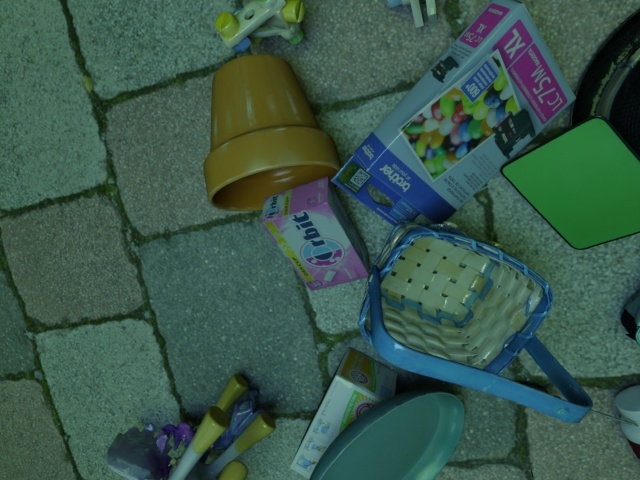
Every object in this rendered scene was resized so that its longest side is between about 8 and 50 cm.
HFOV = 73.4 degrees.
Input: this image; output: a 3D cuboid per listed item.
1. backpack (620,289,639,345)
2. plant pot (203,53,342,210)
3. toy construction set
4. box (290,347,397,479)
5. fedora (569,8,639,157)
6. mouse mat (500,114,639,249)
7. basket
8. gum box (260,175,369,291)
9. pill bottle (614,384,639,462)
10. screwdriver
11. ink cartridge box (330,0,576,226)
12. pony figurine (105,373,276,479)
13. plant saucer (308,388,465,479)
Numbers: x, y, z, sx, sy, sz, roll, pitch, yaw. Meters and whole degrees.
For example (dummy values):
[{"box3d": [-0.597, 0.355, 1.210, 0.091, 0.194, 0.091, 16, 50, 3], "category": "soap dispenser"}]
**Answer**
[{"box3d": [0.533, 0.091, 0.567, 0.165, 0.144, 0.189, 30, 103, 13], "category": "backpack"}, {"box3d": [-0.086, -0.165, 0.660, 0.204, 0.205, 0.188, -16, 81, 17], "category": "plant pot"}, {"box3d": [0.012, -0.386, 0.605, 0.326, 0.151, 0.215, -4, 75, 7], "category": "toy construction set"}, {"box3d": [0.043, 0.312, 0.749, 0.103, 0.114, 0.203, 26, 105, 8], "category": "box"}, {"box3d": [0.498, -0.176, 0.518, 0.333, 0.152, 0.335, 3, 102, 14], "category": "fedora"}, {"box3d": [0.362, -0.068, 0.584, 0.189, 0.007, 0.152, 43, 146, -10], "category": "mouse mat"}, {"box3d": [0.171, 0.094, 0.565, 0.254, 0.289, 0.201, 21, 114, -10], "category": "basket"}, {"box3d": [0.000, 0.000, 0.683, 0.107, 0.062, 0.188, -16, 133, 18], "category": "gum box"}, {"box3d": [0.510, 0.299, 0.641, 0.086, 0.086, 0.152, -30, 91, 18], "category": "pill bottle"}, {"box3d": [0.390, 0.256, 0.667, 0.169, 0.025, 0.024, 12, 63, 33], "category": "screwdriver"}, {"box3d": [0.183, -0.142, 0.602, 0.185, 0.065, 0.311, 30, 114, -37], "category": "ink cartridge box"}, {"box3d": [-0.241, 0.422, 0.756, 0.302, 0.351, 0.364, 40, 89, 1], "category": "pony figurine"}, {"box3d": [0.100, 0.355, 0.685, 0.043, 0.317, 0.318, 42, 113, 47], "category": "plant saucer"}]
